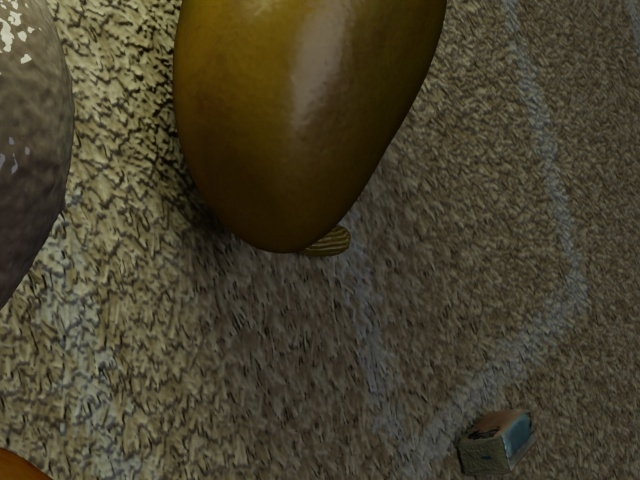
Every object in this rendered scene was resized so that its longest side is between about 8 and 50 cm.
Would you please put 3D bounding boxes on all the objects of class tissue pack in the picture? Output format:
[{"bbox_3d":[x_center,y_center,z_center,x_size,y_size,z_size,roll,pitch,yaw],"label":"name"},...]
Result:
[{"bbox_3d":[0.229,0.260,1.955,0.094,0.074,0.058,-33,108,-56],"label":"tissue pack"}]

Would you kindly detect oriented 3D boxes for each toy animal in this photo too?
[{"bbox_3d":[-0.297,-0.080,1.163,0.226,0.188,0.358,45,49,-49],"label":"toy animal"}]

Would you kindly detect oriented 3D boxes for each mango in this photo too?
[{"bbox_3d":[-0.014,-0.203,1.567,0.300,0.232,0.445,39,62,-50],"label":"mango"}]

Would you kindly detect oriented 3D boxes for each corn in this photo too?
[{"bbox_3d":[0.000,0.000,1.708,0.092,0.037,0.037,4,81,-56],"label":"corn"}]

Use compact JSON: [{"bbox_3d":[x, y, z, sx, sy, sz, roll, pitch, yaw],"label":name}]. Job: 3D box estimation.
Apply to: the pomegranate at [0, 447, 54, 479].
[{"bbox_3d":[-0.300,0.307,0.942,0.410,0.410,0.410,15,71,-53],"label":"pomegranate"}]
